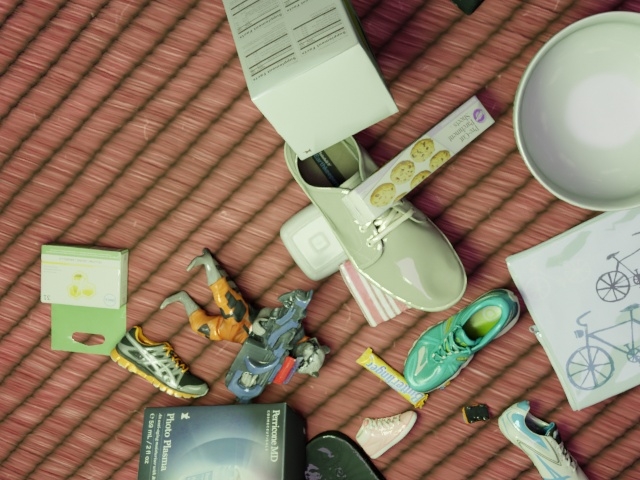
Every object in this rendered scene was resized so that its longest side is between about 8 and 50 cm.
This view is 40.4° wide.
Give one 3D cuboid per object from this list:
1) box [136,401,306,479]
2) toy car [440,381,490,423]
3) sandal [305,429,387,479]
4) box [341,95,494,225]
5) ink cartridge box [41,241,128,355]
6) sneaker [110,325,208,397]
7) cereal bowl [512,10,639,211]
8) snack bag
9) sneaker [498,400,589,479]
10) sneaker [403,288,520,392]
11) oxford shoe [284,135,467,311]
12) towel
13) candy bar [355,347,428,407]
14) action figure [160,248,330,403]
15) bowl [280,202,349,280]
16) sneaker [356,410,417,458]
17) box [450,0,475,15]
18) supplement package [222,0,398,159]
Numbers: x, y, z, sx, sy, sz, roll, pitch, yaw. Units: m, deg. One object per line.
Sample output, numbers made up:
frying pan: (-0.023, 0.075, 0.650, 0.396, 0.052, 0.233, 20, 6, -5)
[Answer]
box: (-0.189, 0.477, 1.678, 0.294, 0.183, 0.296, -4, 65, 10)
toy car: (0.284, 0.315, 1.733, 0.122, 0.060, 0.040, 59, 147, 12)
sandal: (0.126, 0.578, 1.757, 0.446, 0.107, 0.167, 41, 103, 0)
box: (0.176, -0.145, 1.549, 0.324, 0.063, 0.067, -38, 94, -24)
ink cartridge box: (-0.486, 0.127, 1.791, 0.171, 0.056, 0.235, 5, 99, 7)
sneaker: (-0.321, 0.252, 1.778, 0.215, 0.084, 0.083, 29, 91, -1)
cereal bowl: (0.507, -0.227, 1.537, 0.339, 0.141, 0.339, 2, 101, 8)
snack bag: (0.553, 0.114, 1.648, 0.323, 0.037, 0.342, -28, 92, 11)
sneaker: (0.451, 0.411, 1.689, 0.237, 0.085, 0.086, 45, 118, -1)
sneaker: (0.260, 0.188, 1.659, 0.275, 0.110, 0.107, -45, 79, 16)
oxford shoe: (0.096, -0.048, 1.599, 0.169, 0.130, 0.449, -40, 85, -10)
towel: (0.150, 0.063, 1.684, 0.197, 0.029, 0.144, -28, 97, 1)
candy bar: (0.146, 0.278, 1.745, 0.161, 0.018, 0.040, 38, 103, 1)
action figure: (-0.117, 0.141, 1.683, 0.330, 0.178, 0.341, 37, 128, -5)
bowl: (0.000, 0.000, 1.698, 0.142, 0.053, 0.142, -34, 94, 14)
sneaker: (0.128, 0.376, 1.748, 0.070, 0.051, 0.134, 44, 107, -7)
box: (0.163, -0.627, 1.343, 0.480, 0.472, 0.297, 43, 104, -1)
supplement package: (-0.020, -0.325, 1.506, 0.198, 0.199, 0.263, -26, 56, 12)
